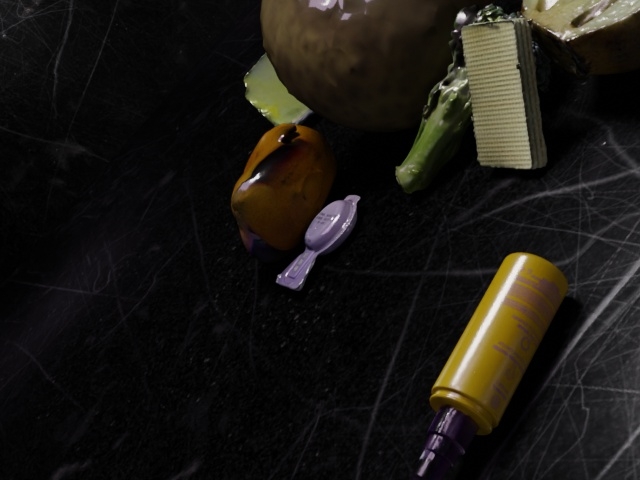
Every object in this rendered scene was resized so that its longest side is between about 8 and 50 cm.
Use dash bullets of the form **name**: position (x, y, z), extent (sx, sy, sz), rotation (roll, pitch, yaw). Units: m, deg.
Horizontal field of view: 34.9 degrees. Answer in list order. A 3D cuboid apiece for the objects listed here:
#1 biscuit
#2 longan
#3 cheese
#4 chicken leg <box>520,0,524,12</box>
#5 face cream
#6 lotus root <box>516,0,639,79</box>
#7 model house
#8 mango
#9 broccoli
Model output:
- **biscuit**: position (0.248, -0.196, 1.371), extent (0.041, 0.199, 0.121), rotation (-14, 12, -24)
- **longan**: position (0.094, -0.369, 1.671), extent (0.391, 0.391, 0.391), rotation (-37, 24, 20)
- **cheese**: position (0.000, 0.000, 1.644), extent (0.191, 0.042, 0.105), rotation (-51, 22, -10)
- **chicken leg**: position (0.336, -0.381, 1.477), extent (0.107, 0.251, 0.087), rotation (4, 46, 21)
- **face cream**: position (0.172, 0.139, 1.071), extent (0.078, 0.078, 0.273), rotation (-7, 44, 56)
- **lotus root**: position (0.409, -0.305, 1.318), extent (0.260, 0.149, 0.267), rotation (-47, 29, -9)
- **model house**: position (-0.041, -0.334, 2.200), extent (0.194, 0.170, 0.211), rotation (-49, -6, 9)
- **mango**: position (-0.066, -0.090, 1.750), extent (0.201, 0.153, 0.287), rotation (-43, 15, 44)
- **broccoli**: position (0.214, -0.197, 1.510), extent (0.304, 0.165, 0.145), rotation (-53, 50, 18)
